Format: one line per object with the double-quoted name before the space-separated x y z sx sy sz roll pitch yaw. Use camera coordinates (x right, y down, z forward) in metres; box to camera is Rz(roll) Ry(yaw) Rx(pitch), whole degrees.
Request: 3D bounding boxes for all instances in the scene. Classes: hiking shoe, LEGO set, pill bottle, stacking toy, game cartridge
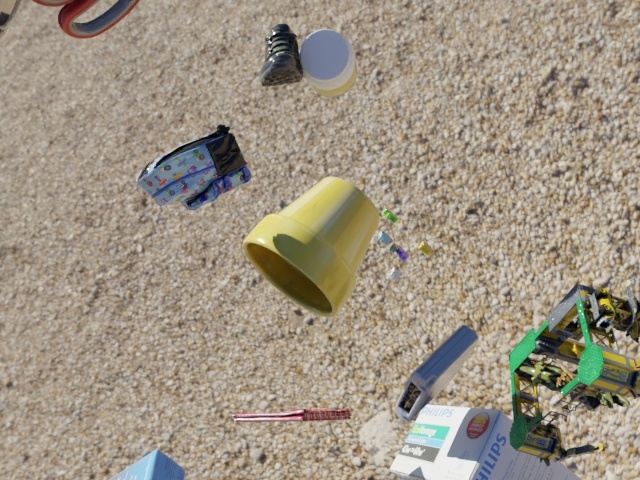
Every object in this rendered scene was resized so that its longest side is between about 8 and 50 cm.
"hiking shoe" -0.082 -0.361 1.086 0.086 0.114 0.227 -10 15 0
"LEGO set" 0.472 0.237 0.950 0.192 0.331 0.255 18 35 -2
"pill bottle" 0.017 -0.375 1.191 0.119 0.208 0.119 1 98 5
"stacking toy" 0.251 0.016 1.924 0.221 0.052 0.167 44 119 -2
"game cartridge" 0.274 0.312 1.314 0.196 0.294 0.060 -32 63 -22

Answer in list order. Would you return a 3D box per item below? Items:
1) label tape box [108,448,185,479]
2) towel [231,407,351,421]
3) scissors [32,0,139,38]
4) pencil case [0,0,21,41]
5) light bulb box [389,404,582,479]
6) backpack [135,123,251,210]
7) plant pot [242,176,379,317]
"label tape box" -0.496 0.695 1.319 0.347 0.115 0.249 -37 24 12
"towel" -0.062 0.433 1.389 0.199 0.275 0.031 -10 71 25
"scissors" -0.140 -0.289 0.492 0.297 0.109 0.021 -35 72 13
"pencil case" -0.385 -0.275 0.576 0.160 0.183 0.410 44 107 17
"light bulb box" 0.443 0.634 1.471 0.225 0.361 0.358 -53 9 -24
"backpack" -0.235 -0.116 1.012 0.158 0.117 0.173 -17 14 46
"plant pot" 0.000 0.000 1.226 0.254 0.254 0.239 24 65 35
